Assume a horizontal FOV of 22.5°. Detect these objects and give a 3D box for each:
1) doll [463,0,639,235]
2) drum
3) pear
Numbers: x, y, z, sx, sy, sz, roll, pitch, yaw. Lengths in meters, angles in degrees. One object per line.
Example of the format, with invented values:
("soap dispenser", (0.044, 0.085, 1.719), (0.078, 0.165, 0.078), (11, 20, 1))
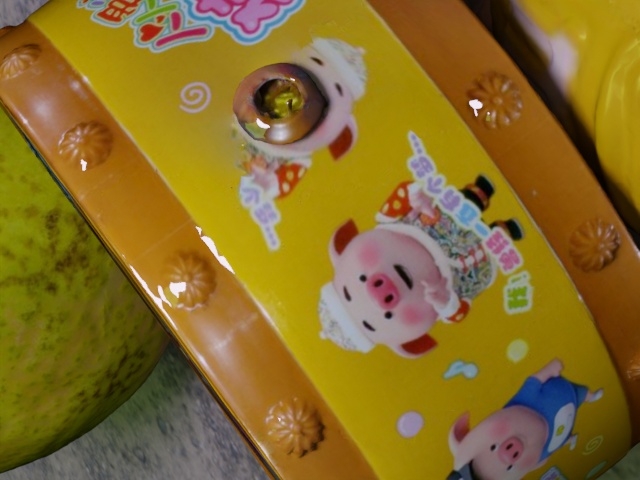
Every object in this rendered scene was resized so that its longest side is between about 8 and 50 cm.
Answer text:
("doll", (0.156, -0.133, 0.830), (0.348, 0.161, 0.423), (66, 163, -12))
("drum", (0.000, 0.000, 0.937), (0.431, 0.214, 0.431), (53, 174, 8))
("pear", (-0.289, 0.009, 1.393), (0.391, 0.391, 0.391), (34, 137, 38))
